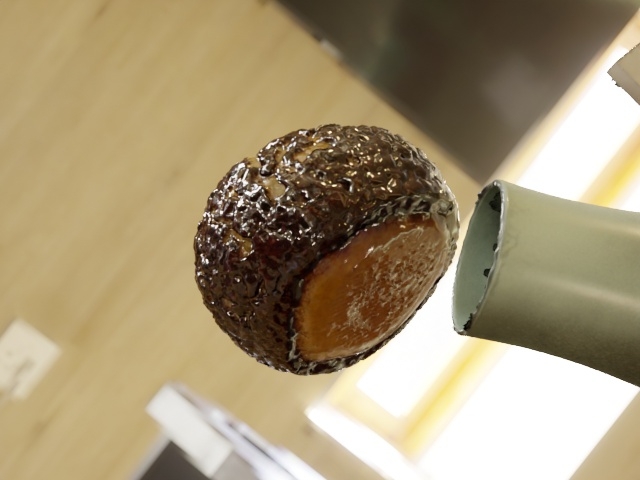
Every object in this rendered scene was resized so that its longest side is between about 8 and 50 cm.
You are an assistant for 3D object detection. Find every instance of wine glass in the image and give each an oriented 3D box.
[{"bbox_3d":[0.192,0.036,1.082,0.231,0.103,0.103,13,5,-9],"label":"wine glass"}]

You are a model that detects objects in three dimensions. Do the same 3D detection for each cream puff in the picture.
[{"bbox_3d":[0.000,0.000,1.707,0.165,0.239,0.239,46,4,32],"label":"cream puff"}]

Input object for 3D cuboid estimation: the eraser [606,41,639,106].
[{"bbox_3d":[0.363,-0.138,1.929,0.150,0.104,0.023,47,-38,8],"label":"eraser"}]
